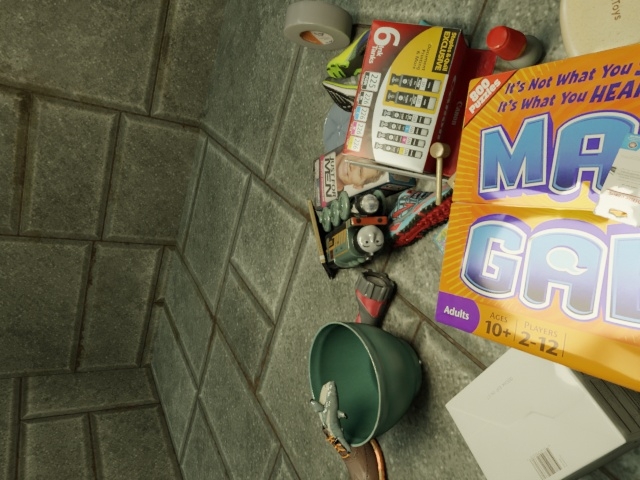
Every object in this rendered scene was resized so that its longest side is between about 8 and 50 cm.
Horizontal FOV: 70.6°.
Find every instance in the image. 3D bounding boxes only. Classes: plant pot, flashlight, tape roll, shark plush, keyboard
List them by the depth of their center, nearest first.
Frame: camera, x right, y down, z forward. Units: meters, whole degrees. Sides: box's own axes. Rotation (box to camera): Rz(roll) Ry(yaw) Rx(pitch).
[{"bbox_3d":[0.033,0.421,1.070,0.067,0.073,0.161,-31,56,19],"label":"shark plush"},{"bbox_3d":[0.187,-0.172,1.110,0.256,0.072,0.014,14,96,15],"label":"keyboard"},{"bbox_3d":[0.129,0.343,1.146,0.293,0.196,0.292,1,91,57],"label":"plant pot"},{"bbox_3d":[0.110,0.232,1.283,0.103,0.103,0.303,-95,23,-65],"label":"flashlight"},{"bbox_3d":[-0.007,-0.693,1.468,0.219,0.219,0.072,14,96,56],"label":"tape roll"}]

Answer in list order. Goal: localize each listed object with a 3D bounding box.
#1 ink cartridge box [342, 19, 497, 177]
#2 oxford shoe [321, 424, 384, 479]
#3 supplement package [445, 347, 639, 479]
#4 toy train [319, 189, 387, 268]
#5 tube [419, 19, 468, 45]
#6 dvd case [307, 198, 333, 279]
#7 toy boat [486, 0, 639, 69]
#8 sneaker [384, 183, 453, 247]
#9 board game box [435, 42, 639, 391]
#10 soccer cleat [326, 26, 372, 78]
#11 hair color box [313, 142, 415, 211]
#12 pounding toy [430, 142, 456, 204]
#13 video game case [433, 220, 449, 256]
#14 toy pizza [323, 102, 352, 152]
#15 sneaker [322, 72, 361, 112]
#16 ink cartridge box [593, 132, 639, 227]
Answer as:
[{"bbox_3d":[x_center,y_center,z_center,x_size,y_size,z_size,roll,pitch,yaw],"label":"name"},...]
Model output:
[{"bbox_3d":[0.227,-0.319,1.046,0.272,0.130,0.309,17,103,22],"label":"ink cartridge box"},{"bbox_3d":[0.070,0.565,1.265,0.130,0.133,0.363,-50,47,40],"label":"oxford shoe"},{"bbox_3d":[0.396,0.309,0.800,0.261,0.145,0.204,-59,41,34],"label":"supplement package"},{"bbox_3d":[0.092,-0.023,1.255,0.334,0.142,0.190,147,119,-73],"label":"toy train"},{"bbox_3d":[0.292,-0.507,1.153,0.080,0.052,0.207,-62,35,21],"label":"tube"},{"bbox_3d":[0.000,0.000,1.455,0.164,0.018,0.221,66,-170,-65],"label":"dvd case"},{"bbox_3d":[0.470,-0.389,0.807,0.318,0.148,0.267,-1,90,49],"label":"toy boat"},{"bbox_3d":[0.238,-0.086,1.128,0.262,0.104,0.125,-40,52,47],"label":"sneaker"},{"bbox_3d":[0.429,-0.021,0.601,0.356,0.357,0.356,12,95,56],"label":"board game box"},{"bbox_3d":[0.122,-0.577,1.403,0.289,0.093,0.121,-4,52,60],"label":"soccer cleat"},{"bbox_3d":[0.114,-0.201,1.327,0.347,0.105,0.173,-17,73,54],"label":"hair color box"},{"bbox_3d":[0.329,-0.138,0.966,0.206,0.094,0.181,53,132,19],"label":"pounding toy"},{"bbox_3d":[0.337,0.020,1.044,0.119,0.015,0.166,-54,45,37],"label":"video game case"},{"bbox_3d":[0.075,-0.364,1.472,0.201,0.032,0.201,-8,80,56],"label":"toy pizza"},{"bbox_3d":[0.127,-0.452,1.339,0.300,0.111,0.121,27,78,41],"label":"sneaker"},{"bbox_3d":[0.308,-0.057,0.437,0.048,0.028,0.083,36,114,53],"label":"ink cartridge box"}]
